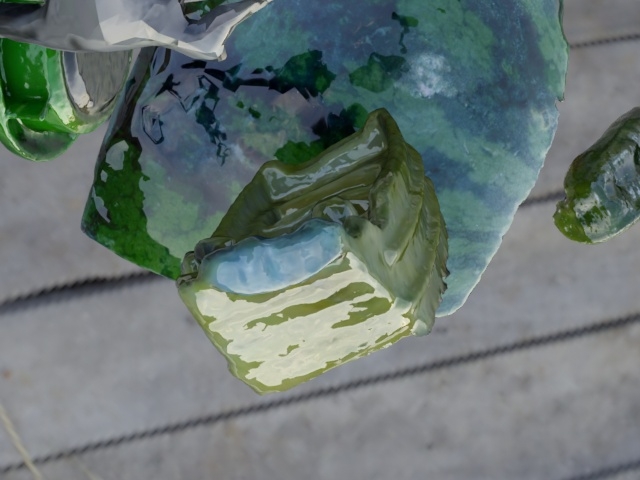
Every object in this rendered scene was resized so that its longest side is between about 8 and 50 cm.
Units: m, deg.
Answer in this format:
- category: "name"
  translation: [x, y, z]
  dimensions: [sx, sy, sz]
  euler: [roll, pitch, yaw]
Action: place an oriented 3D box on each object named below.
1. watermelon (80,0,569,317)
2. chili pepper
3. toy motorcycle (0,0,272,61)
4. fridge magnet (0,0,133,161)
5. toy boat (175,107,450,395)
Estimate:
- category: "watermelon"
  translation: [0.055, -0.103, 1.198]
  dimensions: [0.319, 0.222, 0.292]
  euler: [-15, 135, -57]
- category: "chili pepper"
  translation: [0.246, -0.066, 1.472]
  dimensions: [0.204, 0.073, 0.072]
  euler: [-40, 112, -47]
- category: "toy motorcycle"
  translation: [-0.086, -0.157, 0.561]
  dimensions: [0.327, 0.143, 0.188]
  euler: [1, 133, 9]
- category: "fridge magnet"
  translation: [-0.208, -0.164, 1.509]
  dimensions: [0.208, 0.088, 0.208]
  euler: [7, 90, -73]
- category: "toy boat"
  translation: [0.002, 0.006, 0.938]
  dimensions: [0.111, 0.276, 0.084]
  euler: [-23, 100, 11]
